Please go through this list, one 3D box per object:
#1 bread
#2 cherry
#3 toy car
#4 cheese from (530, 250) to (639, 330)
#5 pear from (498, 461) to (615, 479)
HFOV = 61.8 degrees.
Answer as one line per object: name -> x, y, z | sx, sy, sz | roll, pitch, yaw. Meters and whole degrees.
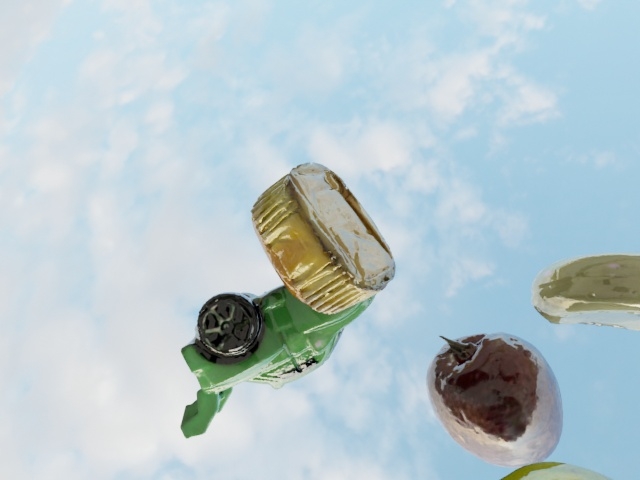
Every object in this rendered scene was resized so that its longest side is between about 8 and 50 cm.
bread -> 0.000, 0.000, 0.688 | 0.114, 0.132, 0.190 | -37, -101, 39
cherry -> 0.316, 0.287, 0.964 | 0.230, 0.300, 0.203 | -25, -167, 44
toy car -> -0.067, 0.144, 0.846 | 0.359, 0.213, 0.176 | -24, -94, -3
cheese -> 0.351, 0.049, 0.578 | 0.163, 0.249, 0.070 | 11, -107, -7
pear -> 0.272, 0.480, 0.635 | 0.362, 0.362, 0.418 | 18, -114, 33
